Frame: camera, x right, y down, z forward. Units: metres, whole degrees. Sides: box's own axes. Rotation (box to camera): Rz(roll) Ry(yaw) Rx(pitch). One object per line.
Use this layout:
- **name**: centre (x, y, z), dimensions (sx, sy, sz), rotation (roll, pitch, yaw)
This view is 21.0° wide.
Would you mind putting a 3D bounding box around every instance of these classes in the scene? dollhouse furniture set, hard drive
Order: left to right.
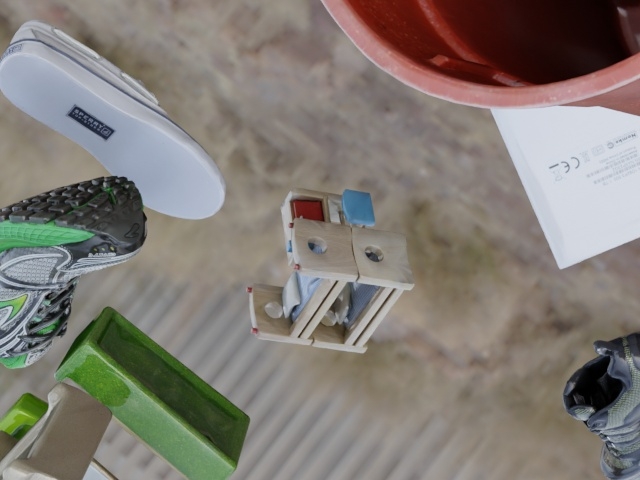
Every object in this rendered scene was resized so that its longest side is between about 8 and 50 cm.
- **dollhouse furniture set**: centre (-0.186, 0.207, 1.264), dimensions (0.151, 0.197, 0.301), rotation (42, -164, -8)
- **dollhouse furniture set**: centre (0.000, 0.000, 1.801), dimensions (0.129, 0.184, 0.129), rotation (9, 140, -23)
- **hard drive**: centre (0.266, -0.151, 1.689), dimensions (0.308, 0.203, 0.040), rotation (67, -161, 0)

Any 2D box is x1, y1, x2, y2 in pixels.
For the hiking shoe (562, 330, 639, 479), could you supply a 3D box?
- **hiking shoe**: centre (0.282, 0.154, 1.657), dimensions (0.114, 0.086, 0.227), rotation (2, 139, -5)

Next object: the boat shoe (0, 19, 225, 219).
- **boat shoe**: centre (-0.189, -0.122, 1.666), dimensions (0.095, 0.084, 0.258), rotation (-33, 119, 31)

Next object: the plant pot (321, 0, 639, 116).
- **plant pot**: centre (0.171, -0.171, 0.834), dimensions (0.272, 0.272, 0.265), rotation (29, -170, 36)

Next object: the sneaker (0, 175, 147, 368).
- **sneaker**: centre (-0.264, 0.034, 1.634), dimensions (0.343, 0.134, 0.146), rotation (-21, 92, 50)
